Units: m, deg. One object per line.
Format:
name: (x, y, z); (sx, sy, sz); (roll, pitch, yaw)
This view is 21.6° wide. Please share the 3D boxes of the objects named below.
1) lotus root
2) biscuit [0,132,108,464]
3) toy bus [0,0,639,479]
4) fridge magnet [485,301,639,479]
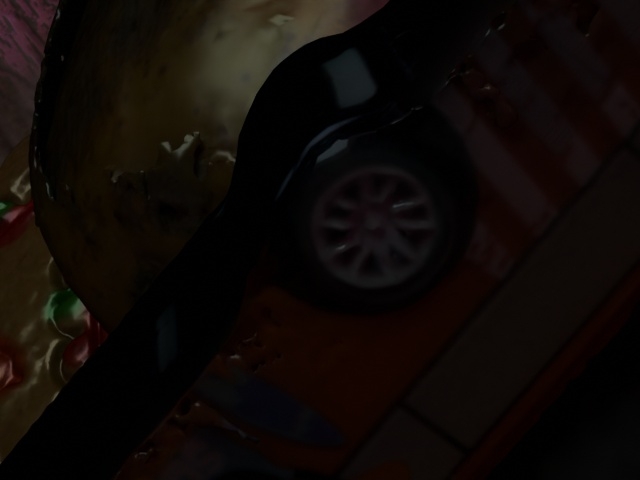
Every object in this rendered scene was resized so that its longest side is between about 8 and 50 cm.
lotus root: (0.019, -0.100, 0.621); (0.196, 0.179, 0.397); (-15, 39, 27)
biscuit: (-0.090, 0.032, 0.673); (0.239, 0.041, 0.212); (2, 54, 32)
toy bus: (-0.033, 0.063, 0.432); (0.409, 0.092, 0.093); (-49, 17, 10)
fridge magnet: (0.134, 0.064, 0.423); (0.265, 0.112, 0.265); (-24, 31, 16)
